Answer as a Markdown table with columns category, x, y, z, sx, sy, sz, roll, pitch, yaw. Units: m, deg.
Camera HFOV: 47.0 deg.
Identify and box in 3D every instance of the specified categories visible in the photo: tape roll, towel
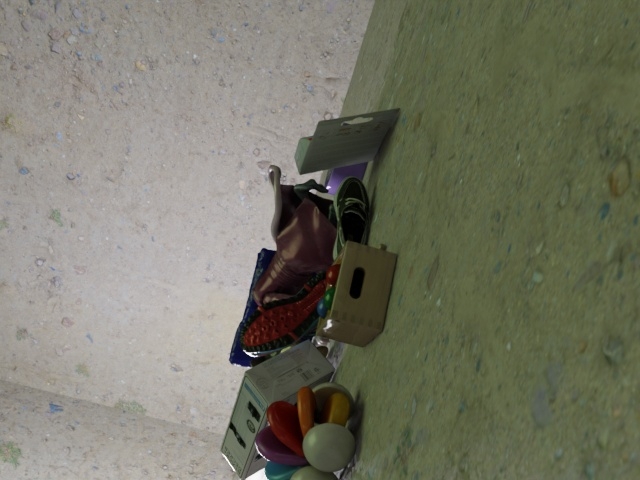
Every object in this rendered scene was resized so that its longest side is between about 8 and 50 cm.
| category | x | y | z | sx | sy | sz | roll | pitch | yaw |
| --- | --- | --- | --- | --- | --- | --- | --- | --- | --- |
| tape roll | 0.072 | -0.205 | 1.910 | 0.189 | 0.080 | 0.188 | -165 | 90 | -85 |
| towel | -0.104 | 0.180 | 1.887 | 0.076 | 0.228 | 0.308 | 21 | 96 | 53 |

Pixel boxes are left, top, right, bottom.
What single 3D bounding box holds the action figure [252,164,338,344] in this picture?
| category | x | y | z | sx | sy | sz | roll | pitch | yaw |
| --- | --- | --- | --- | --- | --- | --- | --- | --- | --- |
| action figure | -0.069 | 0.062 | 1.654 | 0.370 | 0.276 | 0.248 | -58 | 19 | 18 |

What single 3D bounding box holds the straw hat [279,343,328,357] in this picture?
| category | x | y | z | sx | sy | sz | roll | pitch | yaw |
| --- | --- | --- | --- | --- | --- | --- | --- | --- | --- |
| straw hat | -0.056 | 0.255 | 1.571 | 0.145 | 0.061 | 0.144 | -32 | -29 | -21 |

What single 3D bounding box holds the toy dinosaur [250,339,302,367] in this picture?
| category | x | y | z | sx | sy | sz | roll | pitch | yaw |
| --- | --- | --- | --- | --- | --- | --- | --- | --- | --- |
| toy dinosaur | -0.082 | 0.226 | 1.777 | 0.121 | 0.160 | 0.313 | 41 | -126 | -49 |

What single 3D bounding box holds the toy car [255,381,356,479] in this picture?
| category | x | y | z | sx | sy | sz | roll | pitch | yaw |
| --- | --- | --- | --- | --- | --- | --- | --- | --- | --- |
| toy car | -0.027 | 0.299 | 1.094 | 0.159 | 0.136 | 0.181 | -89 | 15 | -69 |

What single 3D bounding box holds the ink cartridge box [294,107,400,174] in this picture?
| category | x | y | z | sx | sy | sz | roll | pitch | yaw |
| --- | --- | --- | --- | --- | --- | --- | --- | --- | --- |
| ink cartridge box | 0.052 | -0.232 | 1.608 | 0.232 | 0.189 | 0.066 | 110 | 144 | -62 |

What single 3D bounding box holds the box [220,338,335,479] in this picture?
| category | x | y | z | sx | sy | sz | roll | pitch | yaw |
| --- | --- | --- | --- | --- | --- | --- | --- | --- | --- |
| box | -0.092 | 0.346 | 1.485 | 0.169 | 0.087 | 0.289 | -23 | -33 | -36 |

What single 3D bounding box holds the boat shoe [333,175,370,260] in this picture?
| category | x | y | z | sx | sy | sz | roll | pitch | yaw |
| --- | --- | --- | --- | --- | --- | --- | --- | --- | --- |
| boat shoe | 0.070 | -0.049 | 1.510 | 0.070 | 0.078 | 0.219 | 112 | 164 | -57 |

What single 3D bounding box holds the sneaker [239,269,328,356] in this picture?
| category | x | y | z | sx | sy | sz | roll | pitch | yaw |
| --- | --- | --- | --- | --- | --- | --- | --- | --- | --- |
| sneaker | -0.044 | 0.172 | 1.485 | 0.262 | 0.104 | 0.125 | -28 | -33 | -25 |

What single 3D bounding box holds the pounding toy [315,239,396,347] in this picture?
| category | x | y | z | sx | sy | sz | roll | pitch | yaw |
| --- | --- | --- | --- | --- | --- | --- | --- | --- | --- |
| pounding toy | 0.048 | 0.074 | 1.205 | 0.206 | 0.094 | 0.181 | 119 | 166 | -68 |
